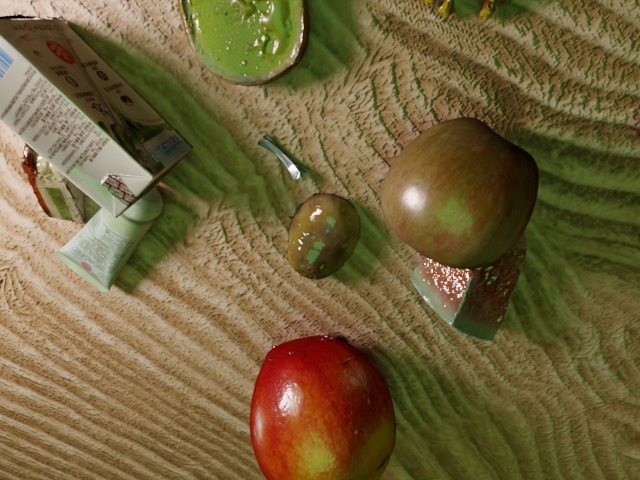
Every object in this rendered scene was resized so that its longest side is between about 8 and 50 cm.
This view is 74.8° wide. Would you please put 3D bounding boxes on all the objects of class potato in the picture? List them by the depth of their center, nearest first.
[{"bbox_3d":[0.000,0.000,0.893,0.164,0.081,0.200,22,114,-5],"label":"potato"}]

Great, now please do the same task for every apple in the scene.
[{"bbox_3d":[0.243,-0.084,0.733,0.256,0.257,0.234,32,113,-11],"label":"apple"}]

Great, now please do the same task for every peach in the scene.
[{"bbox_3d":[-0.004,0.398,0.963,0.370,0.370,0.370,2,117,4],"label":"peach"}]

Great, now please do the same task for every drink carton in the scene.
[{"bbox_3d":[-0.419,-0.221,0.747,0.132,0.194,0.324,-38,109,22],"label":"drink carton"}]

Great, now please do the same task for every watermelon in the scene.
[{"bbox_3d":[0.333,0.060,0.888,0.192,0.140,0.257,24,109,-16],"label":"watermelon"}]

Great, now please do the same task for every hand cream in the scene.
[{"bbox_3d":[-0.458,-0.007,0.918,0.147,0.093,0.306,43,114,-14],"label":"hand cream"}]

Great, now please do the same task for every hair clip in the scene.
[{"bbox_3d":[-0.076,-0.165,0.837,0.115,0.039,0.030,40,108,-12],"label":"hair clip"}]

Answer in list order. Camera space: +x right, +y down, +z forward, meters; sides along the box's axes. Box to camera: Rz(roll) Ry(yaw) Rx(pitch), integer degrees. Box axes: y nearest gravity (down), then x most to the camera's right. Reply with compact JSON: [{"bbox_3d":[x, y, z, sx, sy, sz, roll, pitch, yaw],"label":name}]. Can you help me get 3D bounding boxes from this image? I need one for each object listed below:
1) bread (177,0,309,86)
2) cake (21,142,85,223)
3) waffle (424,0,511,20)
[{"bbox_3d":[-0.131,-0.383,0.712,0.236,0.070,0.236,2,118,4],"label":"bread"},{"bbox_3d":[-0.545,-0.114,0.857,0.086,0.117,0.220,13,116,-9],"label":"cake"},{"bbox_3d":[0.243,-0.475,0.648,0.228,0.051,0.231,44,112,-13],"label":"waffle"}]
